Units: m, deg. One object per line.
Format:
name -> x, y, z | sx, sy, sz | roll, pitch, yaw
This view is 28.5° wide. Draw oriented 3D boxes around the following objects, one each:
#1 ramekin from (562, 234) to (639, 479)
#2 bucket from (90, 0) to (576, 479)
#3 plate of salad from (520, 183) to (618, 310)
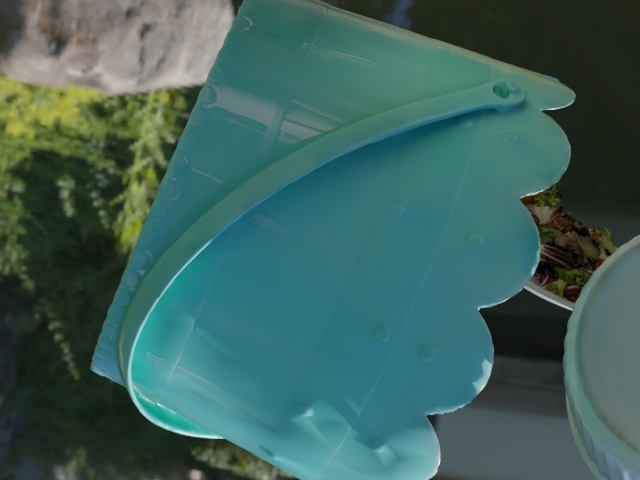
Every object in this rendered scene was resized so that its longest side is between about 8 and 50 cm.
ramekin -> 0.253, 0.082, 0.802 | 0.207, 0.207, 0.109 | 4, 159, 24
bucket -> 0.000, 0.000, 0.714 | 0.183, 0.281, 0.281 | 23, 166, -4
plate of salad -> 0.191, 0.001, 1.007 | 0.200, 0.048, 0.200 | 22, -157, -10
